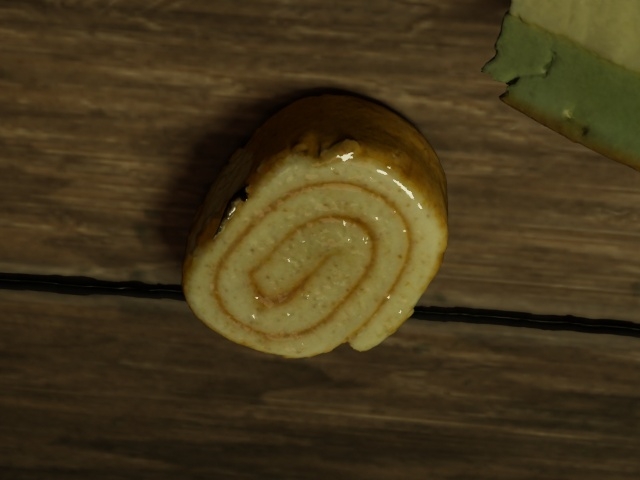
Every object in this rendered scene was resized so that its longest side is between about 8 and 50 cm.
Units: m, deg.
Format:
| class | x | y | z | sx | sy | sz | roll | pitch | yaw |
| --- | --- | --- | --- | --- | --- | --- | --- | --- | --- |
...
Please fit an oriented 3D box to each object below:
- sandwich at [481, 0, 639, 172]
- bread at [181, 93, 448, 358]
| class | x | y | z | sx | sy | sz | roll | pitch | yaw |
| --- | --- | --- | --- | --- | --- | --- | --- | --- | --- |
| sandwich | 0.207 | -0.132 | 0.763 | 0.198 | 0.227 | 0.155 | 31 | 130 | 30 |
| bread | 0.000 | 0.000 | 0.882 | 0.122 | 0.073 | 0.149 | 31 | 120 | -14 |
